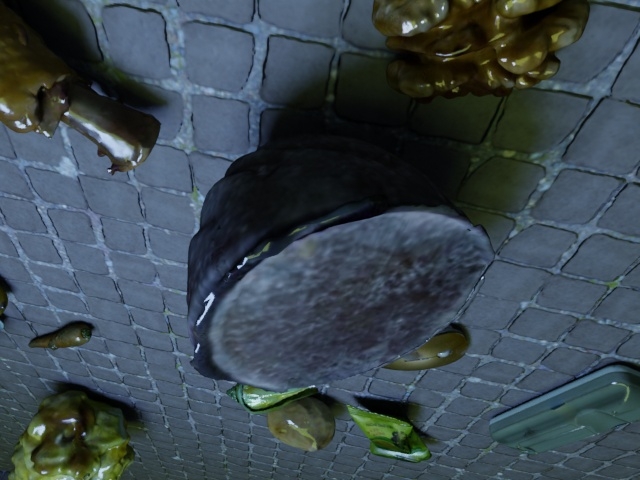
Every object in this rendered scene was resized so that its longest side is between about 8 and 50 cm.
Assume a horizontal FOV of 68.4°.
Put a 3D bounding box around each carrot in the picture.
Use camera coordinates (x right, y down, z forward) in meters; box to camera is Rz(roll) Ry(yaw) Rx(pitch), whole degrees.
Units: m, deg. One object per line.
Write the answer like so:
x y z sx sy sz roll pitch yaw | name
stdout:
-0.580 0.217 1.031 0.254 0.049 0.049 -15 132 34 | carrot

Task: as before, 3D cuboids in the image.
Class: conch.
-0.113 0.315 0.993 0.200 0.080 0.095 -25 115 14 | conch

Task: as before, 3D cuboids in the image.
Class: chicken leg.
-0.320 -0.212 0.407 0.409 0.182 0.295 32 119 -26 | chicken leg

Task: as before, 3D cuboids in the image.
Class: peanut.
-0.045 0.401 1.049 0.159 0.109 0.141 29 127 0 | peanut

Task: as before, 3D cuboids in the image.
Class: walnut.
0.131 -0.173 0.390 0.170 0.069 0.143 -10 133 20 | walnut

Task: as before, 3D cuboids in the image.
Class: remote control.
0.461 0.327 0.867 0.127 0.066 0.335 24 138 -9 | remote control

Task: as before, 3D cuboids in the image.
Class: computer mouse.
0.148 0.186 0.804 0.198 0.045 0.102 -7 138 22 | computer mouse

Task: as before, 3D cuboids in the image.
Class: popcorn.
-0.668 0.567 1.255 0.312 0.312 0.312 7 139 6 | popcorn

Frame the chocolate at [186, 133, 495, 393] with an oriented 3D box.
0.000 0.000 0.506 0.303 0.213 0.303 -14 141 -11 | chocolate

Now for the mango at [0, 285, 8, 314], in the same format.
-0.692 0.069 0.853 0.137 0.091 0.237 -24 127 27 | mango

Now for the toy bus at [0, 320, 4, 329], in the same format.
-0.806 0.223 0.997 0.275 0.165 0.134 -14 133 27 | toy bus

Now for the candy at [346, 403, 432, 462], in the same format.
0.159 0.431 1.059 0.148 0.069 0.246 -2 142 24 | candy
